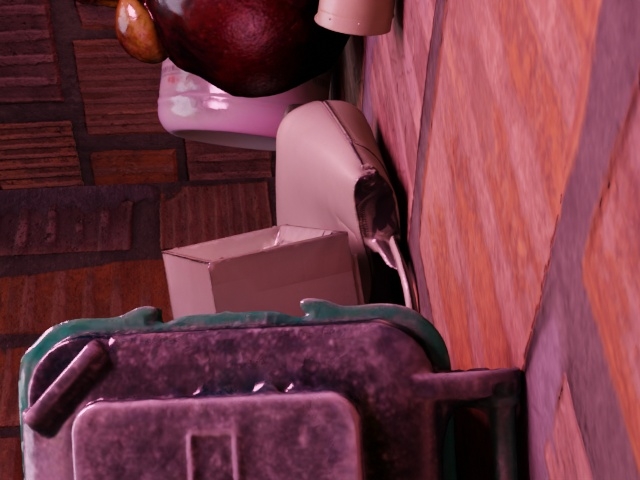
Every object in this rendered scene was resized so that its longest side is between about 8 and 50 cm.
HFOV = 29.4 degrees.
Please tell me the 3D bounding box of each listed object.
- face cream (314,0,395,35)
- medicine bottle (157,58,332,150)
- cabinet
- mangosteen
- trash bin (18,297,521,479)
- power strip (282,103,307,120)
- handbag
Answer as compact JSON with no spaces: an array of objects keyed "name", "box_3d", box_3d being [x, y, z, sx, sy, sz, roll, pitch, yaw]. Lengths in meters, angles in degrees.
[{"name":"face cream","box_3d":[0.044,-0.293,1.044,0.114,0.070,0.224,-102,18,-65]},{"name":"medicine bottle","box_3d":[-0.098,-0.290,1.737,0.241,0.241,0.302,156,120,-86]},{"name":"cabinet","box_3d":[-0.044,0.100,1.139,0.145,0.150,0.206,-171,70,-66]},{"name":"mangosteen","box_3d":[-0.098,-0.296,1.406,0.297,0.293,0.297,44,174,6]},{"name":"trash bin","box_3d":[-0.013,0.163,0.844,0.381,0.295,0.259,-4,-90,-83]},{"name":"power strip","box_3d":[0.007,-0.034,1.481,0.053,0.093,0.288,102,165,-63]},{"name":"handbag","box_3d":[0.025,0.007,1.197,0.315,0.109,0.241,-107,13,-59]}]
